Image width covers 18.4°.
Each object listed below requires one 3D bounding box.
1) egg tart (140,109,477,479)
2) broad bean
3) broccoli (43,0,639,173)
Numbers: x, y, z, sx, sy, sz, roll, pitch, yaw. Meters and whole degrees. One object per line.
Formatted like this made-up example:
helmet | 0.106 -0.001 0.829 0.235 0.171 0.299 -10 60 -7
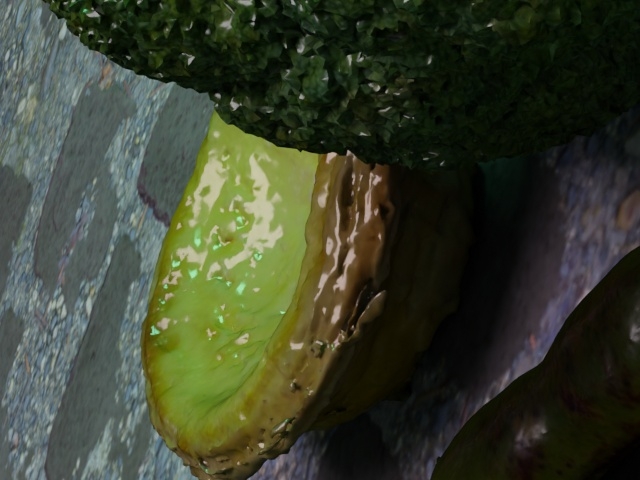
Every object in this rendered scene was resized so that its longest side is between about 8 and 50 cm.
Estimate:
egg tart | 0.000 0.000 1.139 0.315 0.120 0.315 -48 32 45
broad bean | 0.125 0.067 0.888 0.339 0.061 0.077 -51 21 41
broccoli | 0.048 -0.180 0.892 0.310 0.321 0.413 -61 28 14
